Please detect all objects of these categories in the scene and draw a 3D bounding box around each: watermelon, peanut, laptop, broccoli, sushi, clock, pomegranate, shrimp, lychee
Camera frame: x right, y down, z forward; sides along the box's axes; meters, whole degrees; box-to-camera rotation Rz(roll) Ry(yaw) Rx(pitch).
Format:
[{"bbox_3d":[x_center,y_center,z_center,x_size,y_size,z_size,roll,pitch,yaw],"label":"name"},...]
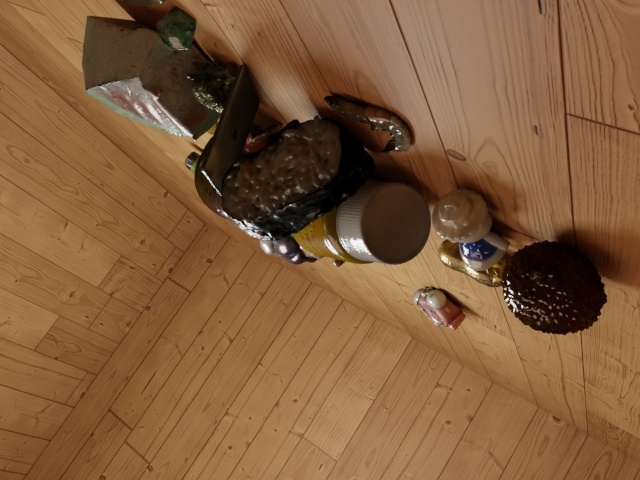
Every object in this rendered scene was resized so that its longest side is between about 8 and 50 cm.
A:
[{"bbox_3d":[-0.307,-0.467,1.382,0.092,0.072,0.084,-16,129,23],"label":"watermelon"},{"bbox_3d":[0.382,0.053,1.555,0.207,0.087,0.087,28,168,37],"label":"peanut"},{"bbox_3d":[-0.203,-0.247,1.464,0.015,0.268,0.187,15,166,11],"label":"laptop"},{"bbox_3d":[-0.237,-0.362,1.479,0.120,0.130,0.131,-29,100,38],"label":"broccoli"},{"bbox_3d":[-0.056,-0.133,1.432,0.171,0.350,0.210,27,-142,-55],"label":"sushi"},{"bbox_3d":[0.417,0.229,2.233,0.162,0.092,0.166,46,167,-13],"label":"clock"},{"bbox_3d":[-0.205,-0.213,1.741,0.291,0.291,0.323,25,124,37],"label":"pomegranate"},{"bbox_3d":[-0.397,-0.411,1.501,0.387,0.228,0.258,30,162,-12],"label":"watermelon"},{"bbox_3d":[0.099,-0.230,1.282,0.195,0.035,0.148,26,169,26],"label":"shrimp"},{"bbox_3d":[0.457,0.094,1.251,0.200,0.200,0.238,26,177,36],"label":"lychee"}]

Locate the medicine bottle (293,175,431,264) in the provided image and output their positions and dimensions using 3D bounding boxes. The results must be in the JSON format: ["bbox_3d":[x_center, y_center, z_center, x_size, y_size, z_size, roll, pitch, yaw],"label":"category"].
[{"bbox_3d":[0.088,-0.052,1.568,0.224,0.224,0.384,38,169,-23],"label":"medicine bottle"}]

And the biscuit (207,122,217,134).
[{"bbox_3d":[-0.369,-0.387,1.946,0.119,0.028,0.247,27,169,-4],"label":"biscuit"}]

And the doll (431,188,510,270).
[{"bbox_3d":[0.326,-0.018,1.359,0.138,0.119,0.293,14,165,38],"label":"doll"}]

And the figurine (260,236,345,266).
[{"bbox_3d":[-0.002,0.020,2.196,0.365,0.206,0.218,26,-179,26],"label":"figurine"}]

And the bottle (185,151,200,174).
[{"bbox_3d":[-0.400,-0.245,2.433,0.260,0.112,0.112,34,169,0],"label":"bottle"}]

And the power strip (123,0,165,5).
[{"bbox_3d":[-0.396,-0.540,1.356,0.169,0.028,0.076,20,163,44],"label":"power strip"}]
